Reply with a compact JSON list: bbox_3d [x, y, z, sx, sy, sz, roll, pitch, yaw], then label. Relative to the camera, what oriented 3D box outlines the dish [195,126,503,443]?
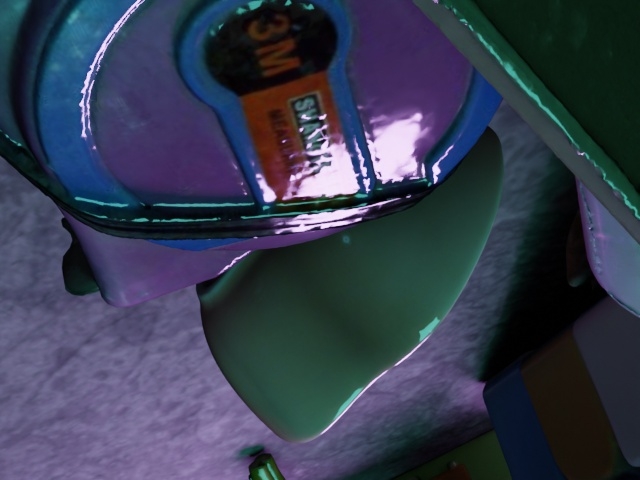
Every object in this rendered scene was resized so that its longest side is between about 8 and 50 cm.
[{"bbox_3d":[0.000,0.000,0.655,0.090,0.213,0.213,36,119,-15],"label":"dish"}]

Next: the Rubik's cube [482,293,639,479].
[{"bbox_3d":[0.370,0.182,0.866,0.346,0.344,0.346,-13,163,-15],"label":"Rubik's cube"}]

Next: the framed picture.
[{"bbox_3d":[0.107,-0.134,0.440,0.019,0.209,0.281,-3,143,50],"label":"framed picture"}]

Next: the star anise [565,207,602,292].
[{"bbox_3d":[0.281,-0.032,0.825,0.262,0.081,0.230,-15,146,-15],"label":"star anise"}]

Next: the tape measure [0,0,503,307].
[{"bbox_3d":[-0.043,-0.096,0.493,0.245,0.149,0.231,-17,143,0],"label":"tape measure"}]

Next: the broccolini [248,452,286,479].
[{"bbox_3d":[0.067,0.234,0.990,0.271,0.062,0.123,30,96,-16],"label":"broccolini"}]

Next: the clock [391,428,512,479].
[{"bbox_3d":[0.131,0.319,1.181,0.219,0.106,0.255,-27,146,4],"label":"clock"}]

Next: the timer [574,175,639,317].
[{"bbox_3d":[0.233,-0.033,0.618,0.190,0.069,0.208,4,136,24],"label":"timer"}]
